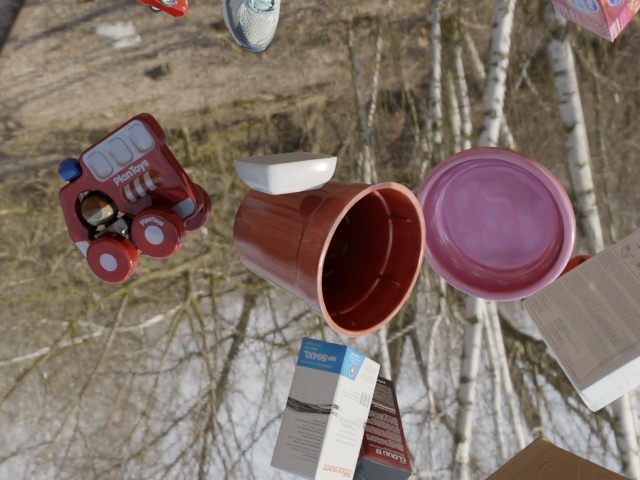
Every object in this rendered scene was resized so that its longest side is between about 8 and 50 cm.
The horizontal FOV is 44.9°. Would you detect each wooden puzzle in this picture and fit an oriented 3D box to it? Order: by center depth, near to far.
[{"bbox_3d":[0.553,0.611,1.739,0.322,0.080,0.348,-24,-149,-34],"label":"wooden puzzle"}]

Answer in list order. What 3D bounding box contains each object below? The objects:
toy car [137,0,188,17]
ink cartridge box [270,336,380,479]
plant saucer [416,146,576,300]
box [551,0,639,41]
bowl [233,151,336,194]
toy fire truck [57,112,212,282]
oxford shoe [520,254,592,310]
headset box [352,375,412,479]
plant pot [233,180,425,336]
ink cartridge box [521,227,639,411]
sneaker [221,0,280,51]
[{"bbox_3d":[-0.275,-0.331,0.858,0.239,0.053,0.225,17,179,8],"label":"toy car"},{"bbox_3d":[0.011,0.270,1.211,0.086,0.203,0.148,8,164,27],"label":"ink cartridge box"},{"bbox_3d":[0.360,-0.039,1.600,0.332,0.332,0.084,-9,-163,34],"label":"plant saucer"},{"bbox_3d":[0.416,-0.426,1.166,0.128,0.122,0.257,-52,151,7],"label":"box"},{"bbox_3d":[-0.057,-0.110,1.262,0.142,0.053,0.142,-11,-165,-29],"label":"bowl"},{"bbox_3d":[-0.377,-0.079,1.501,0.302,0.254,0.169,-26,-166,25],"label":"toy fire truck"},{"bbox_3d":[0.558,0.114,1.763,0.098,0.097,0.271,14,158,-19],"label":"oxford shoe"},{"bbox_3d":[0.069,0.431,1.529,0.110,0.218,0.293,21,-155,-15],"label":"headset box"},{"bbox_3d":[0.000,0.000,1.394,0.272,0.272,0.265,-15,-154,-43],"label":"plant pot"},{"bbox_3d":[0.393,0.086,0.989,0.224,0.056,0.181,-33,-146,10],"label":"ink cartridge box"},{"bbox_3d":[-0.110,-0.486,1.396,0.110,0.283,0.122,3,-173,-21],"label":"sneaker"}]
